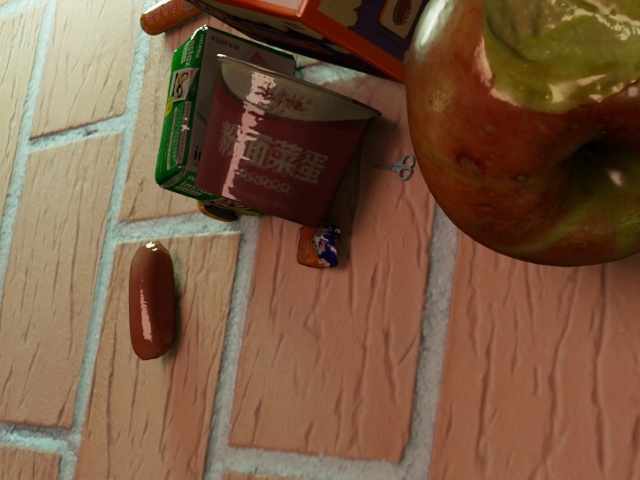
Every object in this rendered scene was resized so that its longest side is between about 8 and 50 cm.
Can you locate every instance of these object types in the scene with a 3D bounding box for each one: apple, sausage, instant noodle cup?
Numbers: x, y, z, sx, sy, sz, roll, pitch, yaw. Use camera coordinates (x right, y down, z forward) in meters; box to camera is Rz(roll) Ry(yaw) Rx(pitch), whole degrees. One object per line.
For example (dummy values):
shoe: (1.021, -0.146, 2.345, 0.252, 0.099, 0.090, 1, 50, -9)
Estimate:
apple: (0.242, -0.149, 1.162, 0.340, 0.340, 0.339, -21, 61, 44)
sausage: (-0.202, -0.410, 1.985, 0.348, 0.053, 0.053, -14, 66, 46)
instant noodle cup: (-0.055, -0.128, 1.569, 0.235, 0.235, 0.178, 23, 95, 50)
sausage: (-0.266, 0.095, 1.858, 0.077, 0.077, 0.194, -27, 57, 41)

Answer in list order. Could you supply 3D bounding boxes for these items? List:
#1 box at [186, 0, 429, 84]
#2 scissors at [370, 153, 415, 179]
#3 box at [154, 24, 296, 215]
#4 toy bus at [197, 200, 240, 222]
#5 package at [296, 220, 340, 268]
box: (0.003, -0.417, 1.565, 0.349, 0.257, 0.318, 23, 92, 43)
scissors: (0.094, -0.098, 1.564, 0.083, 0.006, 0.036, 8, 80, 50)
box: (-0.135, -0.172, 1.725, 0.103, 0.180, 0.250, -23, 58, 55)
toy bus: (-0.157, -0.107, 1.809, 0.074, 0.070, 0.162, -12, 66, 48)
package: (0.001, 0.001, 1.617, 0.111, 0.033, 0.077, -167, 71, -65)
